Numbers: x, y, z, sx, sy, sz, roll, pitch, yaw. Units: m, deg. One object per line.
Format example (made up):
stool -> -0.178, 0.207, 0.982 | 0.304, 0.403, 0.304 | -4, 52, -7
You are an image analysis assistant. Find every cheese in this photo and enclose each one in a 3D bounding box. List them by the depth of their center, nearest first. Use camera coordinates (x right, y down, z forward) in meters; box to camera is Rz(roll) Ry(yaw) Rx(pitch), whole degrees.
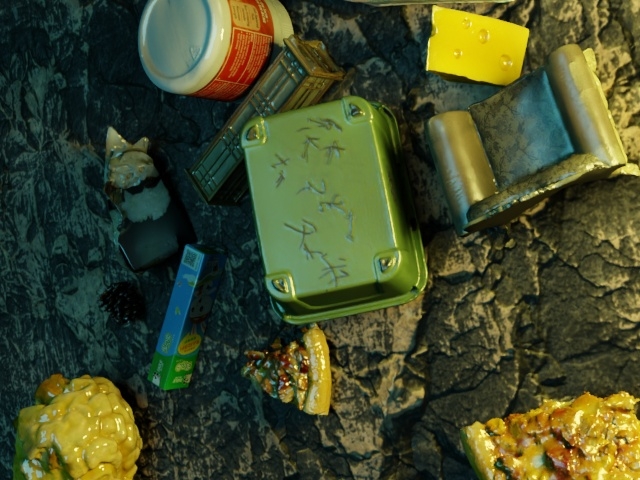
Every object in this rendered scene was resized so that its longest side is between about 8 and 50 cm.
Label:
cheese -> 0.197, -0.275, 1.593 | 0.126, 0.171, 0.093 | 14, 98, 38

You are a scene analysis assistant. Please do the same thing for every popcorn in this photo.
popcorn -> -0.455, 0.413, 2.087 | 0.265, 0.225, 0.332 | -28, 84, 30

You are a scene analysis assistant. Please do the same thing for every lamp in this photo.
lamp -> -0.097, -0.194, 1.883 | 0.325, 0.090, 0.089 | -48, 62, 29

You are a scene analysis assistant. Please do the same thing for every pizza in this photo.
pizza -> 0.346, 0.297, 1.494 | 0.336, 0.086, 0.226 | 27, 92, 29
pizza -> -0.067, 0.216, 1.862 | 0.194, 0.069, 0.154 | -8, 85, 37

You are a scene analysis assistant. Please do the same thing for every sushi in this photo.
sushi -> -0.349, -0.071, 2.073 | 0.272, 0.134, 0.109 | 64, 156, 9

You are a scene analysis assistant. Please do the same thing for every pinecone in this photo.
pinecone -> -0.374, 0.118, 2.111 | 0.083, 0.077, 0.077 | 50, 119, 16

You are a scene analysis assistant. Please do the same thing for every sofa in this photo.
sofa -> 0.274, -0.135, 1.522 | 0.258, 0.182, 0.200 | -26, 73, 36

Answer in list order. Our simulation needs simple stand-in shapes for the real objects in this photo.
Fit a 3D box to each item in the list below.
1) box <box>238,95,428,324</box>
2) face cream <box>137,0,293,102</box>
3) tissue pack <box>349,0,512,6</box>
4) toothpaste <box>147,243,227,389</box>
box -> 0.008, -0.054, 1.692 | 0.253, 0.178, 0.328 | -13, 79, 10
face cream -> -0.177, -0.336, 1.884 | 0.201, 0.187, 0.201 | -1, 88, 39
tissue pack -> 0.158, -0.452, 1.661 | 0.271, 0.124, 0.201 | 7, 91, 40
toothpaste -> -0.237, 0.136, 2.006 | 0.050, 0.065, 0.266 | 26, 105, 33
